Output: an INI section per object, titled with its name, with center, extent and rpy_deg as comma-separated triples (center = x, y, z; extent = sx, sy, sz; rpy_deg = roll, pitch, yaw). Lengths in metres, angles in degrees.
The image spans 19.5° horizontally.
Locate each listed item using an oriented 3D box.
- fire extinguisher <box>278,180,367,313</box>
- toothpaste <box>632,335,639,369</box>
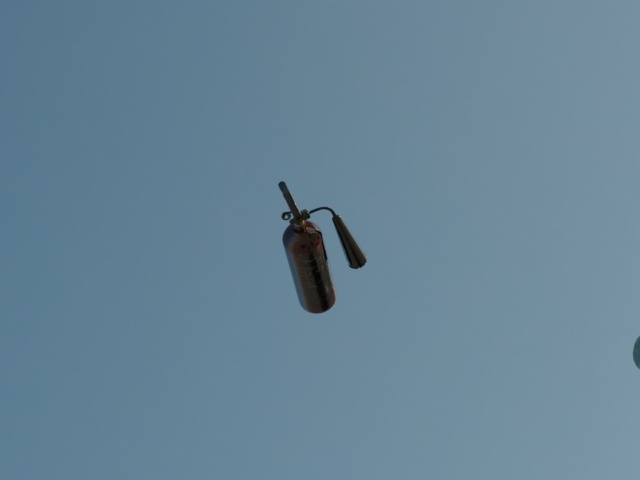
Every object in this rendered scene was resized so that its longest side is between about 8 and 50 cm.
[fire extinguisher]
center = 0.002, 0.005, 1.111
extent = 0.046, 0.032, 0.100
rpy_deg = -5, -37, 6
[toothpaste]
center = 0.217, 0.068, 0.836
extent = 0.062, 0.216, 0.037
rpy_deg = -31, -69, -24
